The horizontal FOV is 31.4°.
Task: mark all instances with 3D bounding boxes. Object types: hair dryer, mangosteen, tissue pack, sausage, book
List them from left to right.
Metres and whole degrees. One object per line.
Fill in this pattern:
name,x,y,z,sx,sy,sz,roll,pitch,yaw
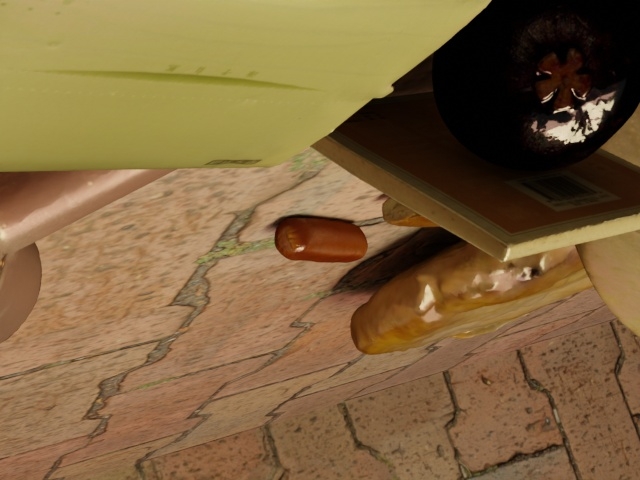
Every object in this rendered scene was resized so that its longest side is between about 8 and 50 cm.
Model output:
hair dryer,-0.130,-0.055,0.657,0.344,0.107,0.189,-28,164,-4
tissue pack,-0.071,-0.106,0.427,0.234,0.125,0.159,-5,160,-47
sausage,0.000,0.000,1.097,0.041,0.039,0.131,-19,167,29
book,0.106,-0.052,0.747,0.170,0.242,0.018,-11,119,-30
mangosteen,0.132,-0.113,0.706,0.137,0.137,0.151,-21,-167,4

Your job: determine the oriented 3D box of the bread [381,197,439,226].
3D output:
bread,0.124,-0.042,1.084,0.136,0.054,0.154,-18,163,3

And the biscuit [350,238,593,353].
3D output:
biscuit,0.237,0.038,1.423,0.429,0.104,0.446,-28,166,35

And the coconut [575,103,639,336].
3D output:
coconut,0.361,-0.038,0.913,0.353,0.352,0.352,-18,166,-5
